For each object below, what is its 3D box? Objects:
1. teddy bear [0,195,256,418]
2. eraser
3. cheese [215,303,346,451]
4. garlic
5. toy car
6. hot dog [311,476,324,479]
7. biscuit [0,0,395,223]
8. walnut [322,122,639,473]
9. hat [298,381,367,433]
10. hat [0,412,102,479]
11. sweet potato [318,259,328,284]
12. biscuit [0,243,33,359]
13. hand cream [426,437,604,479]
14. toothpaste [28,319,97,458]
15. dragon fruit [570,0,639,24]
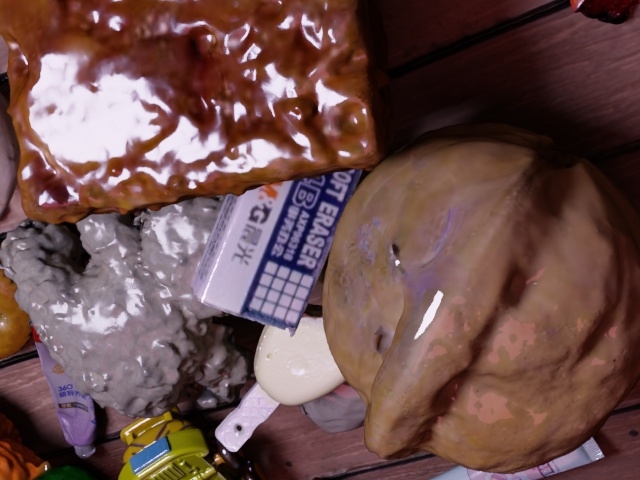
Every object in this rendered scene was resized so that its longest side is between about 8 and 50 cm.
[{"bbox_3d":[-0.192,0.060,1.234,0.367,0.224,0.357,-34,109,14],"label":"teddy bear"},{"bbox_3d":[-0.037,-0.047,1.083,0.130,0.086,0.287,23,93,-14],"label":"eraser"},{"bbox_3d":[-0.053,0.176,1.209,0.127,0.050,0.255,45,111,8],"label":"cheese"},{"bbox_3d":[-0.424,-0.099,1.172,0.266,0.128,0.148,61,160,11],"label":"garlic"},{"bbox_3d":[-0.200,0.353,1.430,0.200,0.142,0.248,-30,132,-1],"label":"toy car"},{"bbox_3d":[0.074,0.476,1.449,0.259,0.175,0.114,33,89,-8],"label":"hot dog"},{"bbox_3d":[-0.123,-0.206,0.959,0.395,0.166,0.342,-7,93,18],"label":"biscuit"},{"bbox_3d":[0.180,0.067,1.021,0.384,0.383,0.383,6,125,9],"label":"walnut"},{"bbox_3d":[0.104,0.203,1.279,0.245,0.149,0.214,20,127,12],"label":"hat"},{"bbox_3d":[-0.492,0.394,1.431,0.400,0.285,0.285,19,126,12],"label":"hat"},{"bbox_3d":[-0.005,-0.001,1.219,0.041,0.038,0.153,19,131,29],"label":"sweet potato"},{"bbox_3d":[-0.512,0.080,1.376,0.220,0.066,0.220,7,128,9],"label":"biscuit"},{"bbox_3d":[0.245,0.340,1.385,0.331,0.058,0.085,-32,93,24],"label":"hand cream"},{"bbox_3d":[-0.380,0.219,1.446,0.075,0.048,0.301,-5,125,-5],"label":"toothpaste"},{"bbox_3d":[0.333,-0.275,0.918,0.192,0.092,0.122,-22,116,25],"label":"dragon fruit"}]
